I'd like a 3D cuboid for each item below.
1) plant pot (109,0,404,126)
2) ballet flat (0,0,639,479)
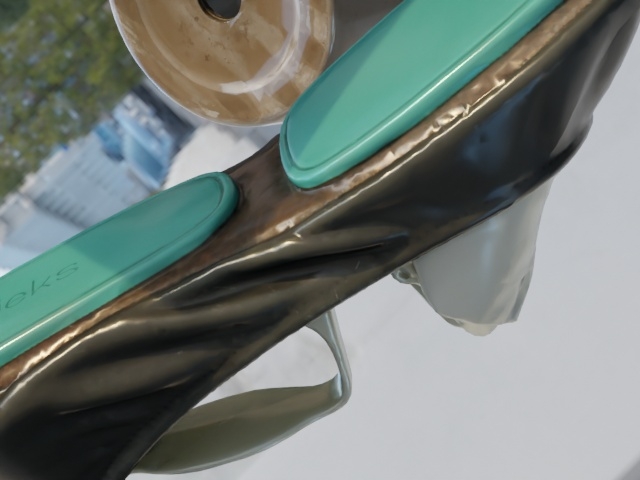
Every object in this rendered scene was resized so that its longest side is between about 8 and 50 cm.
[{"bbox_3d":[-0.002,-0.223,1.013,0.323,0.323,0.280,45,-139,6],"label":"plant pot"},{"bbox_3d":[0.000,0.000,0.429,0.096,0.280,0.095,51,-164,-25],"label":"ballet flat"}]
